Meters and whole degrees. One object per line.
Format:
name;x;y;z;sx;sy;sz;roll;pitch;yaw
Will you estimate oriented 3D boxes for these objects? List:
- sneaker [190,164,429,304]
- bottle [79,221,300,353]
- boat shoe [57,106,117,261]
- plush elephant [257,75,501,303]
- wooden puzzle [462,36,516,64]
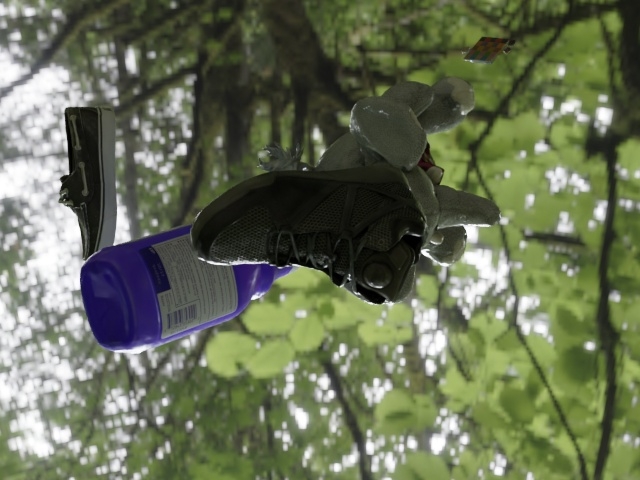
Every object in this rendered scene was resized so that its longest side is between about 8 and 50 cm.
sneaker;0.000;0.000;1.266;0.227;0.087;0.130;-7;-139;-24
bottle;-0.133;0.037;1.528;0.092;0.118;0.283;-9;-173;42
boat shoe;-0.301;-0.064;1.759;0.070;0.078;0.219;2;-104;-21
plush elephant;0.106;-0.059;1.769;0.330;0.272;0.255;-1;-160;-26
wooden puzzle;0.236;-0.269;1.948;0.083;0.006;0.049;15;-123;45
